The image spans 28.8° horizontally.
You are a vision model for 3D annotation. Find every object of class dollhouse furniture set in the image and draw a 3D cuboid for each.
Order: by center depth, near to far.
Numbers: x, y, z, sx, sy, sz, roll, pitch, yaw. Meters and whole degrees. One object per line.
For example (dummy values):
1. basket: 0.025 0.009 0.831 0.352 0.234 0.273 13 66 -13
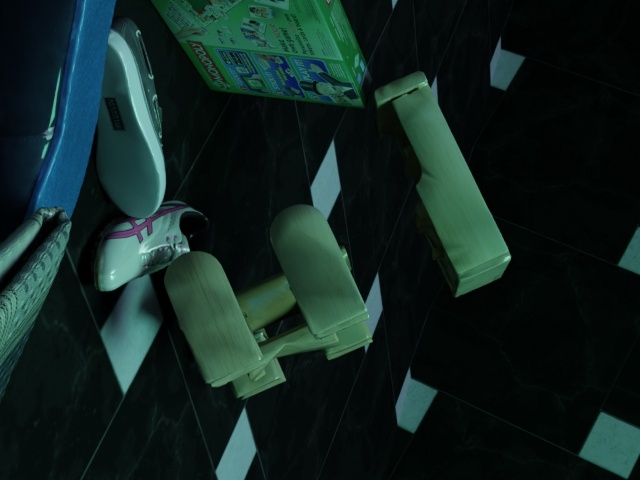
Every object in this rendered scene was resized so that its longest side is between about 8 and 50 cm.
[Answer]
1. dollhouse furniture set: 0.000 0.000 1.556 0.362 0.394 0.256 70 -4 -79

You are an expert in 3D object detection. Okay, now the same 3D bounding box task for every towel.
1. towel: -0.311 0.158 0.965 0.312 0.056 0.324 -61 -175 29

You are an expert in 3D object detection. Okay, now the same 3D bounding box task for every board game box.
1. board game box: -0.075 -0.252 1.440 0.317 0.213 0.046 57 46 -66

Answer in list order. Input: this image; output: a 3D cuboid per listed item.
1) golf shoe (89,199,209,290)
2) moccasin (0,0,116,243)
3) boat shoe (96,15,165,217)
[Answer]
1. golf shoe: -0.194 0.002 1.414 0.186 0.086 0.068 -52 148 -54
2. moccasin: -0.261 -0.114 1.081 0.138 0.116 0.342 -59 166 -72
3. boat shoe: -0.204 -0.134 1.339 0.076 0.080 0.229 -58 144 -48
